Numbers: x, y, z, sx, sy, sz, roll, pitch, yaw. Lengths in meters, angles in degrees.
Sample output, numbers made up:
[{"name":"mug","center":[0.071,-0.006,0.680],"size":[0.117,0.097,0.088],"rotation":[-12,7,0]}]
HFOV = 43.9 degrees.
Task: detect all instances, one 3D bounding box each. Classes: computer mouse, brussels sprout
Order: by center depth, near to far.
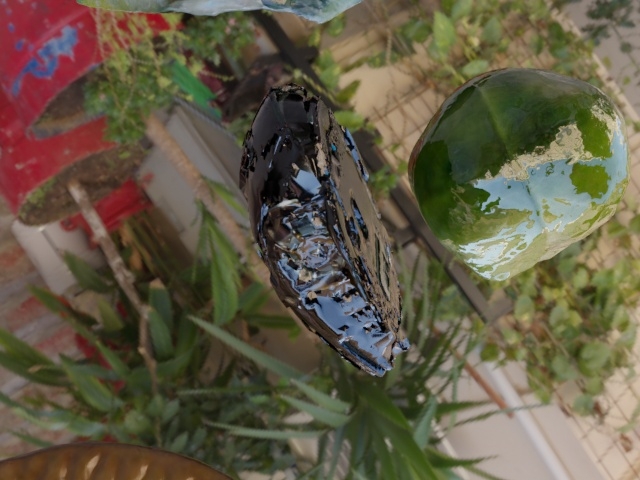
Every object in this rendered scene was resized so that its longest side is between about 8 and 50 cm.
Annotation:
[{"name":"brussels sprout","center":[0.133,-0.051,0.534],"size":[0.155,0.117,0.155],"rotation":[-17,157,-7]},{"name":"computer mouse","center":[0.000,0.000,0.541],"size":[0.078,0.241,0.146],"rotation":[-14,-141,15]}]

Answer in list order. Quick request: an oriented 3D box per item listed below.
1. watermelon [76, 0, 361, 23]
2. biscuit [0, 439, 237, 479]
[{"name":"watermelon","center":[-0.048,-0.276,0.643],"size":[0.306,0.223,0.180],"rotation":[-1,178,3]},{"name":"biscuit","center":[-0.099,0.217,0.325],"size":[0.262,0.262,0.037],"rotation":[-34,169,-10]}]
